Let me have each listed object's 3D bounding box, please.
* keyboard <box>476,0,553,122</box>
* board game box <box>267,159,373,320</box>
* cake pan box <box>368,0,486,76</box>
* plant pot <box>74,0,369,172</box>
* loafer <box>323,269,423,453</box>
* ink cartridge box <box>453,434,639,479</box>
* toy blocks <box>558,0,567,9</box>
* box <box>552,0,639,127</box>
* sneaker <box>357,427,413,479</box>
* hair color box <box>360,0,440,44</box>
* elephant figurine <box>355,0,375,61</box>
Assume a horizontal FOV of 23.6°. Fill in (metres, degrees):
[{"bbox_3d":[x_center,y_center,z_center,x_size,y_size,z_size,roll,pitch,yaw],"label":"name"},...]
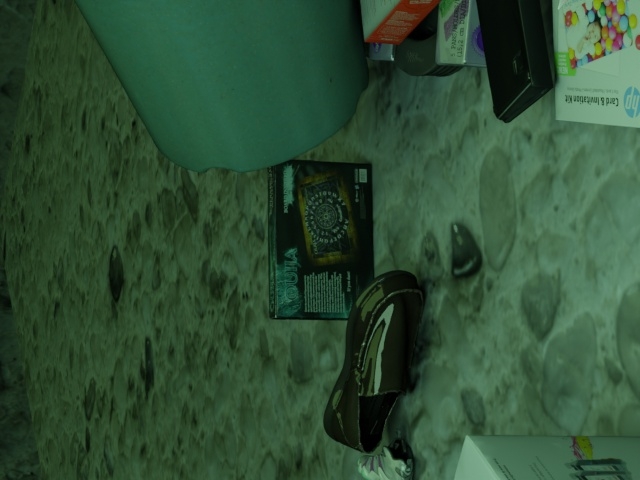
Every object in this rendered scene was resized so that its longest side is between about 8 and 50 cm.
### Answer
[{"bbox_3d":[0.168,-0.279,1.342,0.201,0.033,0.317,128,135,-74],"label":"keyboard"},{"bbox_3d":[0.000,0.000,1.781,0.026,0.126,0.186,160,111,-67],"label":"board game box"},{"bbox_3d":[0.131,-0.300,1.563,0.246,0.070,0.266,-156,69,-69],"label":"cake pan box"},{"bbox_3d":[-0.108,-0.272,1.596,0.341,0.341,0.334,-118,5,-51],"label":"plant pot"},{"bbox_3d":[0.071,0.137,1.666,0.078,0.080,0.220,42,125,49],"label":"loafer"},{"bbox_3d":[0.200,0.236,1.194,0.127,0.176,0.128,-124,42,-59],"label":"ink cartridge box"},{"bbox_3d":[0.288,-0.263,0.904,0.309,0.260,0.288,-139,54,-63],"label":"toy blocks"},{"bbox_3d":[0.239,-0.188,1.249,0.145,0.038,0.186,-161,66,-67],"label":"box"},{"bbox_3d":[0.077,0.238,1.694,0.098,0.038,0.069,27,112,56],"label":"sneaker"},{"bbox_3d":[0.085,-0.257,1.526,0.141,0.043,0.072,139,130,-63],"label":"hair color box"},{"bbox_3d":[0.036,-0.360,1.734,0.169,0.186,0.239,-38,51,6],"label":"elephant figurine"}]
